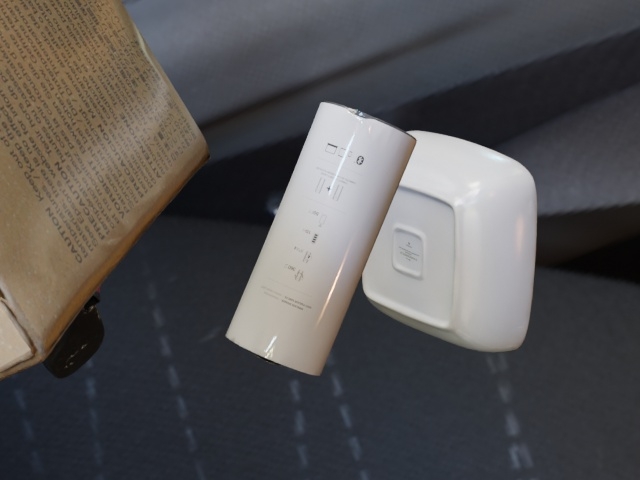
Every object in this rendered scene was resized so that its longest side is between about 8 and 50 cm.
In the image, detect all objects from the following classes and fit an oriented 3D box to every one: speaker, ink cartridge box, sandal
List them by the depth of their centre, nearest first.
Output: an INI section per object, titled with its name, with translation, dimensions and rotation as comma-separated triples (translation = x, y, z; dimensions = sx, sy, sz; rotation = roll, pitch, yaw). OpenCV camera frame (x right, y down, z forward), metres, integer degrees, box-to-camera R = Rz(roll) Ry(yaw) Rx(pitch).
[ink cartridge box]
translation = -0.152, -0.080, 0.450
dimensions = 0.235, 0.088, 0.193
rotation = 59, 21, -13
[speaker]
translation = 0.000, 0.000, 0.703
dimensions = 0.055, 0.055, 0.136
rotation = 22, 90, -56
[sandal]
translation = -0.170, 0.044, 0.896
dimensions = 0.040, 0.067, 0.179
rotation = 38, -21, 26

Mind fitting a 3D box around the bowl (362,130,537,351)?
[bowl]
translation = 0.077, 0.003, 0.923
dimensions = 0.053, 0.142, 0.142
rotation = -13, 114, -37
